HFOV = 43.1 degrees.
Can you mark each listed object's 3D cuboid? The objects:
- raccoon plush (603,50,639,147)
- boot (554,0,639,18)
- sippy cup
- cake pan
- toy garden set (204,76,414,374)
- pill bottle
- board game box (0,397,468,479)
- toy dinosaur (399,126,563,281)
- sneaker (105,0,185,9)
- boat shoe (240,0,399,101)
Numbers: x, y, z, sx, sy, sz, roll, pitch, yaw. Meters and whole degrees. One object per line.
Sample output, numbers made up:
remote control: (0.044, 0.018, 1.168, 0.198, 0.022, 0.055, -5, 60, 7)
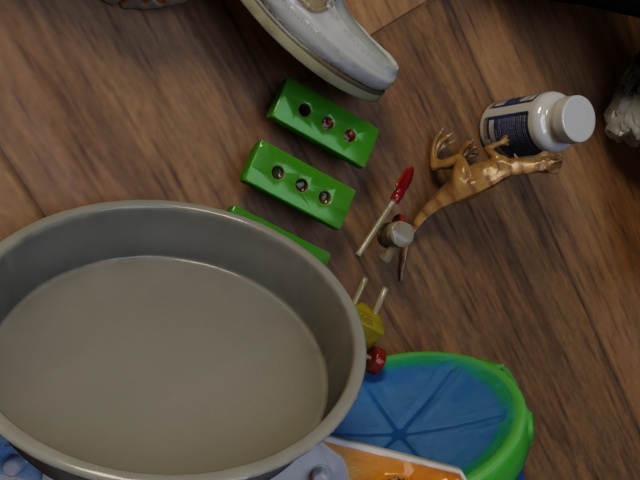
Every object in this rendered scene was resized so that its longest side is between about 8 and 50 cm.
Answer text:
raccoon plush: (0.420, -0.374, 0.957, 0.299, 0.216, 0.446, 39, 75, -13)
boot: (0.417, -0.140, 0.898, 0.146, 0.367, 0.445, -54, 136, -58)
sippy cup: (0.094, 0.259, 0.768, 0.306, 0.240, 0.224, -18, 112, -7)
cake pan: (-0.114, 0.074, 0.599, 0.293, 0.293, 0.054, -9, 132, -30)
toy garden set: (0.000, 0.000, 0.792, 0.204, 0.049, 0.244, 27, 76, -22)
pill bottle: (0.238, -0.127, 0.889, 0.067, 0.120, 0.067, -1, 92, -30)
board game box: (-0.117, 0.317, 0.600, 0.390, 0.050, 0.389, 14, 91, 0)
toy dinosaur: (0.149, -0.060, 0.863, 0.212, 0.112, 0.064, -29, 137, 14)
sneaker: (-0.194, -0.260, 0.660, 0.215, 0.084, 0.083, 21, 72, -30)
boat shoe: (-0.025, -0.240, 0.717, 0.302, 0.113, 0.103, 35, 109, -32)
